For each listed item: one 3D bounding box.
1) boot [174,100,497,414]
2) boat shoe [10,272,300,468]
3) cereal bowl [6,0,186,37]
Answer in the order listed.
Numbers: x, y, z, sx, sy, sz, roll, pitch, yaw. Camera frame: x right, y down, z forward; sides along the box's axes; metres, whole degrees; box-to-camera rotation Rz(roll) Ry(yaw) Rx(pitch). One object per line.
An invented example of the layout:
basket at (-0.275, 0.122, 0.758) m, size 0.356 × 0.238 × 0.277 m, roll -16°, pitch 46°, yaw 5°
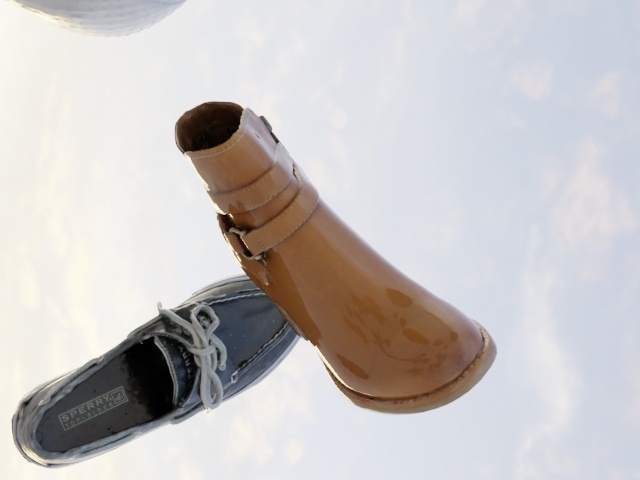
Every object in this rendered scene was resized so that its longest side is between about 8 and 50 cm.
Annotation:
boot at (0.000, 0.000, 0.780) m, size 0.220 × 0.109 × 0.283 m, roll 59°, pitch -12°, yaw -29°
boat shoe at (-0.129, 0.109, 0.928) m, size 0.105 × 0.306 × 0.113 m, roll -24°, pitch -93°, yaw 64°
cereal bowl at (-0.297, -0.349, 1.082) m, size 0.141 × 0.339 × 0.339 m, roll -33°, pitch -122°, yaw 24°
